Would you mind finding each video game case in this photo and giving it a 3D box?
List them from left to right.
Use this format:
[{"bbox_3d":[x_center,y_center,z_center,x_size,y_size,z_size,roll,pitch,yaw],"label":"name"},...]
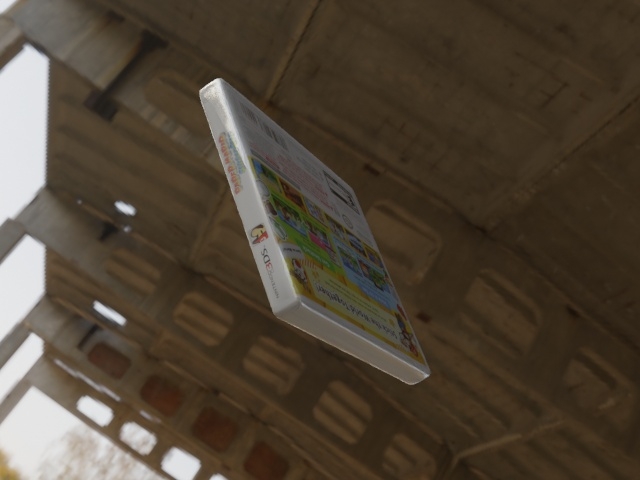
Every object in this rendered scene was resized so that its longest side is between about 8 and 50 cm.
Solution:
[{"bbox_3d":[0.000,0.000,0.708,0.026,0.206,0.227,-31,-32,16],"label":"video game case"}]
